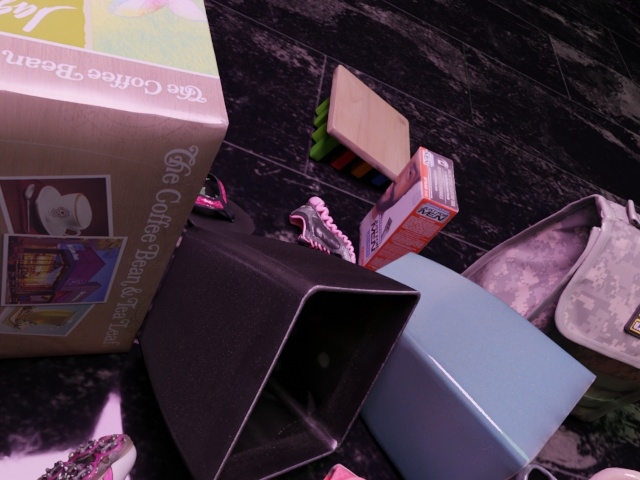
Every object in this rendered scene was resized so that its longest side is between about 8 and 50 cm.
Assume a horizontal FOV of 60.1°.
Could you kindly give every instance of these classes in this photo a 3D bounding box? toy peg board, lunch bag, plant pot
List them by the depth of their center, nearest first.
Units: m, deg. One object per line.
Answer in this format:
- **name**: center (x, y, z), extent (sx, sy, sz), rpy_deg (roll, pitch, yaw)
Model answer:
- **plant pot**: center (-0.052, 0.083, 0.506), extent (0.167, 0.188, 0.187), rpy_deg (34, 14, 32)
- **plant pot**: center (0.130, 0.139, 0.614), extent (0.165, 0.165, 0.234), rpy_deg (-24, 63, -41)
- **lunch bag**: center (0.334, 0.086, 0.686), extent (0.235, 0.287, 0.169), rpy_deg (22, 47, -15)
- **toy peg board**: center (0.059, -0.164, 0.882), extent (0.161, 0.079, 0.161), rpy_deg (32, 44, -27)

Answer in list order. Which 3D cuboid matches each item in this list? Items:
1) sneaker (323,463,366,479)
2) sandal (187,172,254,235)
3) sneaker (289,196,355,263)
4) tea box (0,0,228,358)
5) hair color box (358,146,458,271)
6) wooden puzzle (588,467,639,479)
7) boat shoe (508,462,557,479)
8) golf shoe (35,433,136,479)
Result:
- **sneaker**: center (0.055, 0.269, 0.497), extent (0.314, 0.116, 0.136), rpy_deg (11, 47, -24)
- **sandal**: center (-0.154, -0.064, 0.685), extent (0.179, 0.040, 0.067), rpy_deg (42, 45, 5)
- **sneaker**: center (0.000, 0.000, 0.732), extent (0.057, 0.047, 0.119), rpy_deg (-24, 66, -24)
- **tea box**: center (-0.247, -0.111, 0.465), extent (0.220, 0.329, 0.323), rpy_deg (2, 54, -30)
- **hair color box**: center (0.108, -0.029, 0.724), extent (0.053, 0.167, 0.093), rpy_deg (20, 47, -16)
- **wooden puzzle**: center (0.242, 0.414, 0.440), extent (0.322, 0.080, 0.348), rpy_deg (45, 70, -7)
- **boat shoe**: center (0.281, 0.368, 0.559), extent (0.108, 0.102, 0.301), rpy_deg (-15, 64, -38)
- **golf shoe**: center (-0.200, 0.233, 0.418), extent (0.086, 0.067, 0.186), rpy_deg (62, 36, -20)
